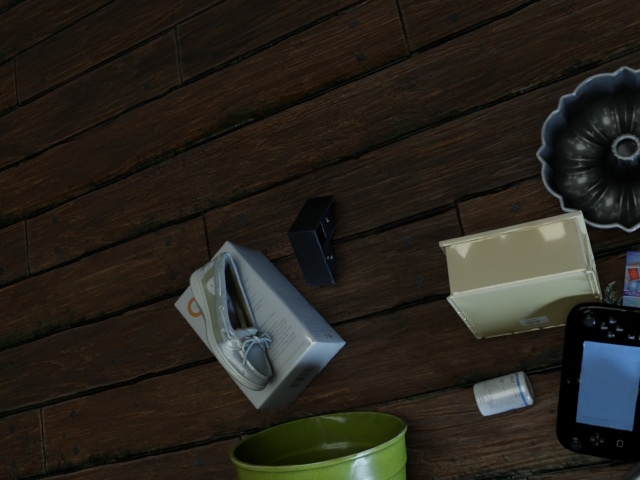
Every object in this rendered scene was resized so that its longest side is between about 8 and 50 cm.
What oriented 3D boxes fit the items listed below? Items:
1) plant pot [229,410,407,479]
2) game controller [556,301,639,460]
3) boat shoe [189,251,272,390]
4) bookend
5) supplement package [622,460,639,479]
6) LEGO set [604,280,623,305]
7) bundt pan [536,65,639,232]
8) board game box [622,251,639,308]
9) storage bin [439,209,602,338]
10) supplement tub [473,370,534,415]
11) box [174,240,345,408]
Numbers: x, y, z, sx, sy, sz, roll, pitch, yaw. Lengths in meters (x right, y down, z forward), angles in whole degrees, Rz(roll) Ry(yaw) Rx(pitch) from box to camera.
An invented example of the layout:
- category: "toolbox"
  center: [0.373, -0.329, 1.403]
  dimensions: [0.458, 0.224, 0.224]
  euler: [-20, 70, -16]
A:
- category: "plant pot"
  center: [0.022, 0.575, 1.332]
  dimensions: [0.366, 0.366, 0.353]
  euler: [-10, 88, 24]
- category: "game controller"
  center: [0.537, 0.265, 1.211]
  dimensions: [0.166, 0.067, 0.319]
  euler: [8, 112, 28]
- category: "boat shoe"
  center: [-0.185, 0.176, 1.425]
  dimensions: [0.103, 0.118, 0.320]
  euler: [-39, 60, 19]
- category: "bookend"
  center: [0.000, 0.000, 1.570]
  dimensions: [0.072, 0.156, 0.157]
  euler: [-6, 122, 25]
- category: "supplement package"
  center: [0.690, 0.472, 1.099]
  dimensions: [0.175, 0.177, 0.293]
  euler: [-50, 63, 9]
- category: "LEGO set"
  center: [0.581, 0.123, 1.298]
  dimensions: [0.023, 0.054, 0.083]
  euler: [0, 77, 65]
- category: "bundt pan"
  center: [0.608, -0.168, 1.292]
  dimensions: [0.330, 0.124, 0.331]
  euler: [-5, 77, 24]
- category: "board game box"
  center: [0.675, 0.090, 1.217]
  dimensions: [0.201, 0.035, 0.136]
  euler: [1, 80, 50]
- category: "storage bin"
  center: [0.402, 0.084, 1.273]
  dimensions: [0.262, 0.260, 0.123]
  euler: [-14, 57, 22]
- category: "supplement tub"
  center: [0.378, 0.315, 1.339]
  dimensions: [0.107, 0.071, 0.071]
  euler: [-21, 72, 22]
- category: "box"
  center: [-0.148, 0.200, 1.560]
  dimensions: [0.215, 0.168, 0.345]
  euler: [-49, 65, 10]
